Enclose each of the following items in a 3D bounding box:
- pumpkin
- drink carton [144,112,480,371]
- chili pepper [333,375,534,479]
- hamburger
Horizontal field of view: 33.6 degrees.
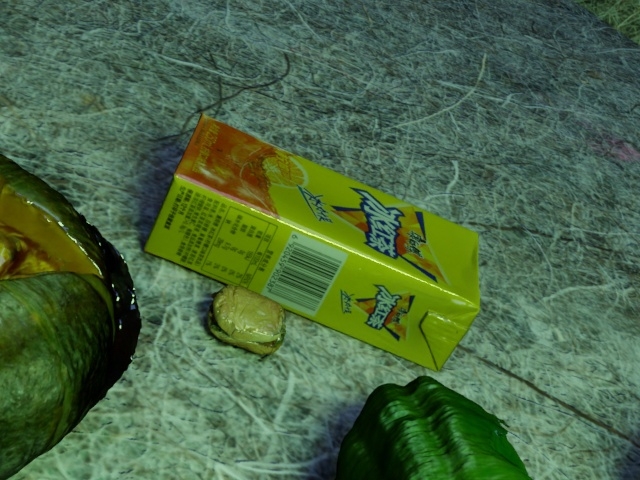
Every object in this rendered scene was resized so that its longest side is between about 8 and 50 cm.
[{"bbox_3d":[-0.307,0.053,0.801,0.320,0.192,0.320,19,35,-14],"label":"pumpkin"},{"bbox_3d":[0.000,0.000,1.171,0.351,0.111,0.154,22,33,-8],"label":"drink carton"},{"bbox_3d":[0.086,0.233,0.841,0.167,0.213,0.385,-9,9,0],"label":"chili pepper"},{"bbox_3d":[-0.074,0.080,1.069,0.083,0.044,0.076,20,35,-8],"label":"hamburger"}]
